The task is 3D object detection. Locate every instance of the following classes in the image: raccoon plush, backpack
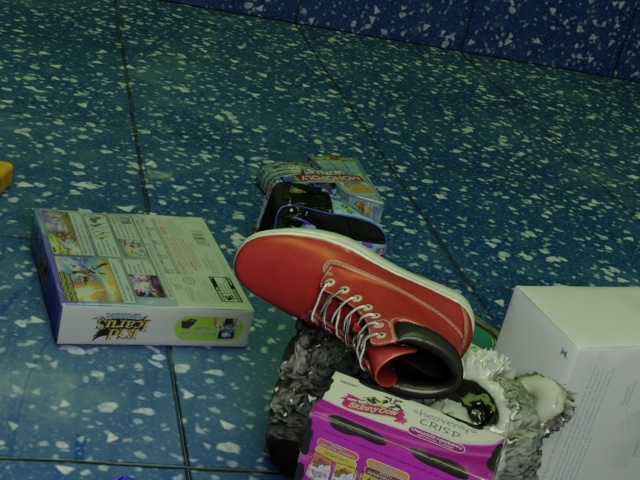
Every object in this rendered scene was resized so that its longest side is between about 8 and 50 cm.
[{"bbox_3d":[0.123,0.140,1.248,0.299,0.216,0.446,16,24,5],"label":"raccoon plush"},{"bbox_3d":[0.000,0.000,1.565,0.173,0.158,0.117,9,31,-17],"label":"backpack"}]

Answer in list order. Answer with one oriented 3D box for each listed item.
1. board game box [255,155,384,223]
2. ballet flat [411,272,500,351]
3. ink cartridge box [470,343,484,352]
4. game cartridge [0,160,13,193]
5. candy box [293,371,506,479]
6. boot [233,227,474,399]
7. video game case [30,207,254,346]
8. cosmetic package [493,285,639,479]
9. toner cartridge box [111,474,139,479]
[{"bbox_3d":[0.016,-0.082,1.871,0.194,0.060,0.194,0,27,-29],"label":"board game box"},{"bbox_3d":[0.183,0.119,1.536,0.213,0.072,0.068,38,6,41],"label":"ballet flat"},{"bbox_3d":[0.200,0.172,1.410,0.115,0.063,0.029,27,29,26],"label":"ink cartridge box"},{"bbox_3d":[-0.617,-0.080,1.536,0.285,0.053,0.324,14,24,-1],"label":"game cartridge"},{"bbox_3d":[0.052,0.247,0.953,0.159,0.233,0.071,20,30,12],"label":"candy box"},{"bbox_3d":[0.020,0.066,1.009,0.244,0.088,0.176,19,18,7],"label":"boot"},{"bbox_3d":[-0.243,0.046,1.449,0.244,0.061,0.269,4,25,-24],"label":"video game case"},{"bbox_3d":[0.313,0.179,1.259,0.224,0.224,0.138,1,27,-27],"label":"cosmetic package"},{"bbox_3d":[-0.066,0.311,0.889,0.348,0.075,0.165,17,21,21],"label":"toner cartridge box"}]
